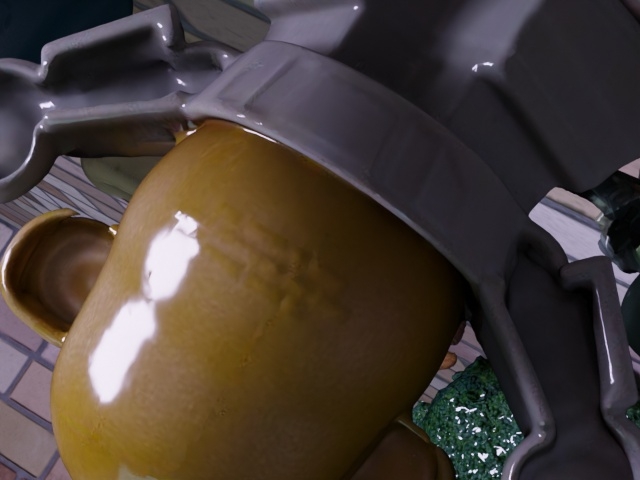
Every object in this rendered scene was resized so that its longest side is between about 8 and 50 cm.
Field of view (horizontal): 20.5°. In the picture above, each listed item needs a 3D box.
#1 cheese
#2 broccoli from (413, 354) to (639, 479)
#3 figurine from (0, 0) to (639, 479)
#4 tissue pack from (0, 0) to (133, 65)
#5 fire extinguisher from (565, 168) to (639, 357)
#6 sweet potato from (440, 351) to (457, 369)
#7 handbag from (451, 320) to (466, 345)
[{"bbox_3d":[-0.118,-0.049,1.542,0.163,0.070,0.249,35,171,-20],"label":"cheese"},{"bbox_3d":[0.189,0.201,1.387,0.295,0.265,0.245,16,-160,37],"label":"broccoli"},{"bbox_3d":[-0.001,-0.001,0.734,0.343,0.285,0.167,24,166,33],"label":"figurine"},{"bbox_3d":[-0.250,-0.158,1.004,0.206,0.198,0.287,28,172,18],"label":"tissue pack"},{"bbox_3d":[0.226,0.075,0.811,0.311,0.095,0.114,50,-152,14],"label":"fire extinguisher"},{"bbox_3d":[0.020,0.051,1.284,0.179,0.044,0.044,28,170,23],"label":"sweet potato"},{"bbox_3d":[0.033,0.003,1.317,0.193,0.072,0.151,22,166,44],"label":"handbag"}]
